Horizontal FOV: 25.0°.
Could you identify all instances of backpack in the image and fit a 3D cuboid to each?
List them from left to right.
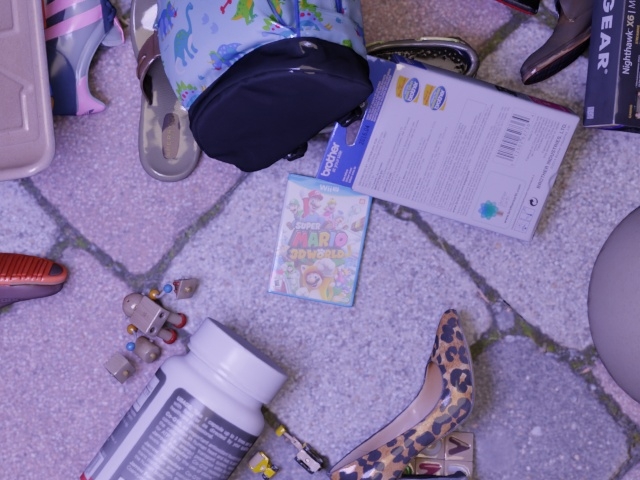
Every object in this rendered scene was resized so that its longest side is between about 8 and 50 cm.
[{"bbox_3d":[-0.080,-0.313,1.839,0.273,0.290,0.355,24,59,-28],"label":"backpack"}]

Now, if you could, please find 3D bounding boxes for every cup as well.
[{"bbox_3d":[0.531,0.086,1.866,0.331,0.237,0.331,0,89,0],"label":"cup"}]

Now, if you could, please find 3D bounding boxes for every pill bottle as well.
[{"bbox_3d":[-0.176,0.254,1.897,0.161,0.161,0.283,36,89,0],"label":"pill bottle"}]

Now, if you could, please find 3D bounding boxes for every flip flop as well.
[{"bbox_3d":[-0.206,-0.217,1.944,0.112,0.080,0.277,1,89,0],"label":"flip flop"}]

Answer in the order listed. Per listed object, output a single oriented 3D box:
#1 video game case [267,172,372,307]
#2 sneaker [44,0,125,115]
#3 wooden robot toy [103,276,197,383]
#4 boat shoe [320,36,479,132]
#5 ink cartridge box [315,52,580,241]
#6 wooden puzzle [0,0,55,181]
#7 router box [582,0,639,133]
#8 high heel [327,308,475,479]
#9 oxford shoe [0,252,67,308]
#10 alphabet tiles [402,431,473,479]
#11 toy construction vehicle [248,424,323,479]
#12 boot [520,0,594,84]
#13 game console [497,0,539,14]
[{"bbox_3d":[0.000,0.000,1.975,0.119,0.015,0.166,10,89,0],"label":"video game case"},{"bbox_3d":[-0.319,-0.322,1.944,0.131,0.112,0.319,13,95,-15],"label":"sneaker"},{"bbox_3d":[-0.240,0.107,1.959,0.079,0.076,0.173,33,89,35],"label":"wooden robot toy"},{"bbox_3d":[0.064,-0.215,1.940,0.305,0.091,0.109,-12,89,-1],"label":"boat shoe"},{"bbox_3d":[0.164,-0.127,1.898,0.311,0.065,0.185,15,109,-15],"label":"ink cartridge box"},{"bbox_3d":[-0.466,-0.238,1.891,0.322,0.080,0.347,-6,85,33],"label":"wooden puzzle"},{"bbox_3d":[0.482,-0.289,1.906,0.243,0.081,0.308,6,90,-21],"label":"router box"},{"bbox_3d":[0.106,0.217,1.916,0.186,0.093,0.261,4,86,-11],"label":"high heel"},{"bbox_3d":[-0.471,0.079,1.945,0.271,0.097,0.098,-6,109,4],"label":"oxford shoe"},{"bbox_3d":[0.145,0.373,1.939,0.198,0.009,0.237,4,75,-4],"label":"alphabet tiles"},{"bbox_3d":[-0.042,0.311,1.964,0.098,0.035,0.086,41,100,3],"label":"toy construction vehicle"},{"bbox_3d":[0.333,-0.306,1.958,0.219,0.082,0.106,-37,79,-10],"label":"boot"},{"bbox_3d":[0.244,-0.380,1.950,0.144,0.124,0.085,23,115,1],"label":"game console"}]
